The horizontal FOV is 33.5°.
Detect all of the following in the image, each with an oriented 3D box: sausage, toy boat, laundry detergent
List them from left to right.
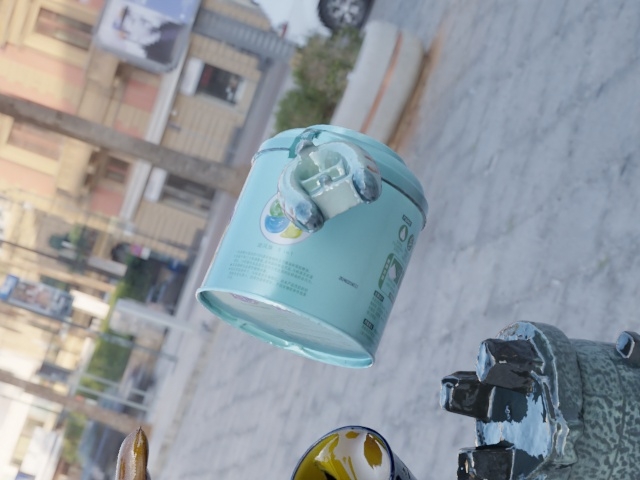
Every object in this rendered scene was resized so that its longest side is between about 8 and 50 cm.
[{"bbox_3d":[-0.256,0.344,1.457,0.062,0.054,0.183,25,118,54],"label":"sausage"},{"bbox_3d":[0.000,0.000,1.607,0.287,0.287,0.305,132,160,-72],"label":"laundry detergent"},{"bbox_3d":[0.004,-0.081,1.359,0.134,0.078,0.207,-30,19,3],"label":"toy boat"}]

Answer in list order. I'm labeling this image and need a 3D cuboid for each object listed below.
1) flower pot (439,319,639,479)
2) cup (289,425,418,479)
[{"bbox_3d":[0.343,0.260,1.568,0.299,0.283,0.299,-171,90,-77],"label":"flower pot"},{"bbox_3d":[0.102,0.447,1.606,0.178,0.256,0.255,-36,39,4],"label":"cup"}]
